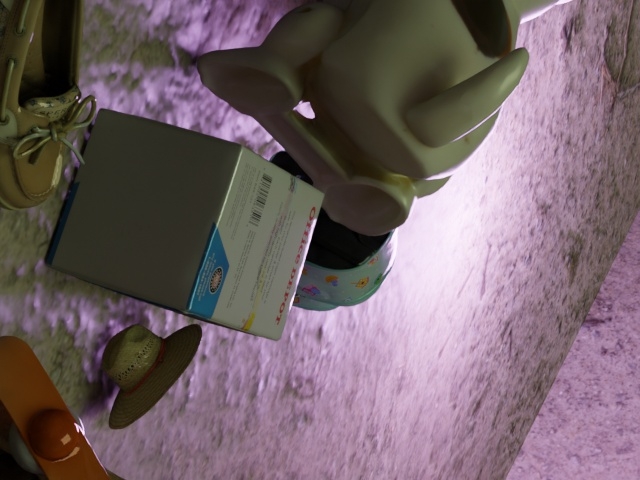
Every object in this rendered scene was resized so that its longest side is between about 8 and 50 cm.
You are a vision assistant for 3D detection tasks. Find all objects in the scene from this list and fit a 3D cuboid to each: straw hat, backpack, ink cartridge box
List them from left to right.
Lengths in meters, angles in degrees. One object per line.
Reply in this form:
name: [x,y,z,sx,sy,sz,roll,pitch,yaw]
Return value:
straw hat: [-0.196,0.125,1.651,0.061,0.144,0.144,43,55,-19]
ink cartridge box: [-0.130,-0.010,1.589,0.233,0.168,0.171,30,77,-66]
backpack: [0.000,0.000,1.867,0.166,0.188,0.144,-56,151,-39]

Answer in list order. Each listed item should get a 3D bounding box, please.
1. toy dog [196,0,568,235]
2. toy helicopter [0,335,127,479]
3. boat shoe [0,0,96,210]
toy dog: [0.120,-0.262,1.681,0.408,0.284,0.395,-54,-164,-21]
toy helicopter: [-0.192,0.210,1.343,0.140,0.355,0.235,-60,170,-30]
boat shoe: [-0.247,-0.151,1.337,0.104,0.089,0.285,-42,141,-52]
